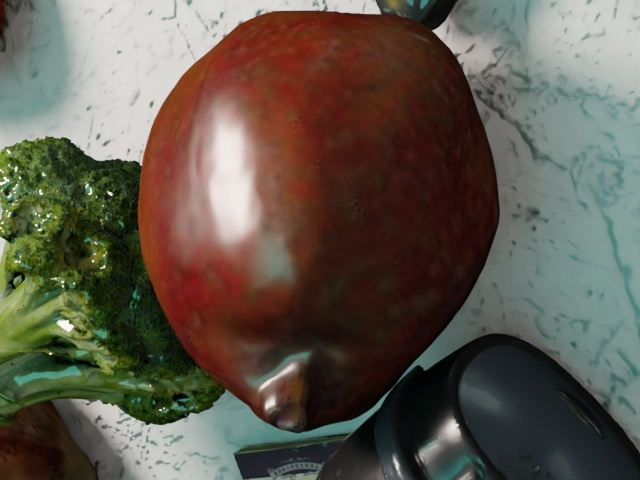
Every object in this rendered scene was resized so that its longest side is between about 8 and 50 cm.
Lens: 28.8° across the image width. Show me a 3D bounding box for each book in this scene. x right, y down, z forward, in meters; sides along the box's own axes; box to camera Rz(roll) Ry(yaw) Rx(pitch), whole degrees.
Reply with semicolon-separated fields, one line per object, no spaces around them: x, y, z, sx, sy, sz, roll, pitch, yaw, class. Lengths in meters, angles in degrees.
0.008;0.312;1.268;0.157;0.026;0.231;-14;97;35;book

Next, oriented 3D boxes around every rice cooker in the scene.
0.125;0.227;1.032;0.267;0.267;0.224;49;120;11;rice cooker

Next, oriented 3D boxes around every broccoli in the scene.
-0.228;0.047;1.172;0.283;0.321;0.304;-34;55;-3;broccoli

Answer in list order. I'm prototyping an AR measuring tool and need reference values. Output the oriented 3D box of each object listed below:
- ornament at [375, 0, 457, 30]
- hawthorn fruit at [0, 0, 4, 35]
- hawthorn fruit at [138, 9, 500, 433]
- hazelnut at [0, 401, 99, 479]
0.043;-0.305;1.024;0.236;0.080;0.202;39;117;15;ornament
-0.428;-0.267;1.270;0.205;0.205;0.253;-7;96;34;hawthorn fruit
0.003;-0.017;0.999;0.308;0.308;0.325;-17;80;35;hawthorn fruit
-0.442;0.316;1.372;0.421;0.353;0.421;-4;79;20;hazelnut
